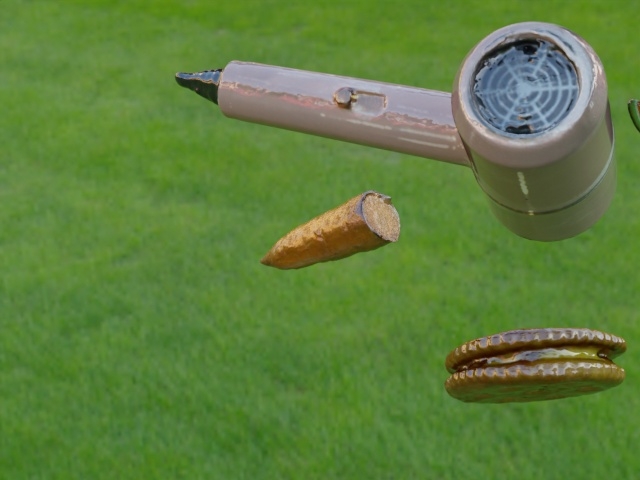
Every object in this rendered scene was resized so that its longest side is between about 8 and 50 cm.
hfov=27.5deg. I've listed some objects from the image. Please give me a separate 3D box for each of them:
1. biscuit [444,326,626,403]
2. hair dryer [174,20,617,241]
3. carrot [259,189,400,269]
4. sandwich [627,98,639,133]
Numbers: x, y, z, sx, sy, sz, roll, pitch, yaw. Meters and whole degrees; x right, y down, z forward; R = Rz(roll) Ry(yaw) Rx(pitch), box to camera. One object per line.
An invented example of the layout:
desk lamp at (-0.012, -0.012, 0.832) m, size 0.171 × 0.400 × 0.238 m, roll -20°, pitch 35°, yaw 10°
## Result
biscuit at (0.255, 0.152, 1.560) m, size 0.220 × 0.066 × 0.220 m, roll -3°, pitch -14°, yaw -1°
hair dryer at (0.041, -0.094, 0.958) m, size 0.344 × 0.107 × 0.189 m, roll 10°, pitch -13°, yaw 18°
carrot at (0.000, 0.000, 1.636) m, size 0.205 × 0.072 × 0.072 m, roll -21°, pitch 16°, yaw 33°
sandwich at (0.341, -0.110, 1.214) m, size 0.101 × 0.069 × 0.026 m, roll -4°, pitch 35°, yaw 29°
